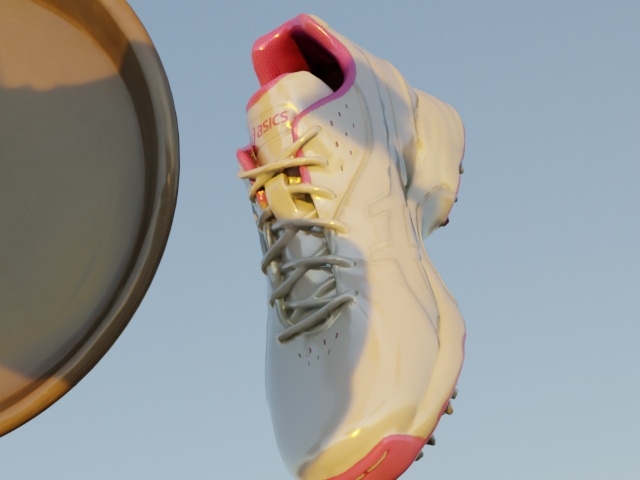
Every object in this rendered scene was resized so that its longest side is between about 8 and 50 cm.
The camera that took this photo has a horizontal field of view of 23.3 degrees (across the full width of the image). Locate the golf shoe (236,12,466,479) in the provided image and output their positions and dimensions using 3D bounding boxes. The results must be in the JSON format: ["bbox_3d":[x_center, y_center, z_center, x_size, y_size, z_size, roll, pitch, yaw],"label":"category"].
[{"bbox_3d":[0.000,0.000,0.812,0.115,0.306,0.140,-30,-57,26],"label":"golf shoe"}]

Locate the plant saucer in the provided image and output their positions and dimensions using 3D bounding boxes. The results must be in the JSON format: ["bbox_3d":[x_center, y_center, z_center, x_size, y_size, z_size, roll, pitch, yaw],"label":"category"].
[{"bbox_3d":[-0.199,-0.026,0.769,0.278,0.278,0.041,-13,-16,8],"label":"plant saucer"}]
